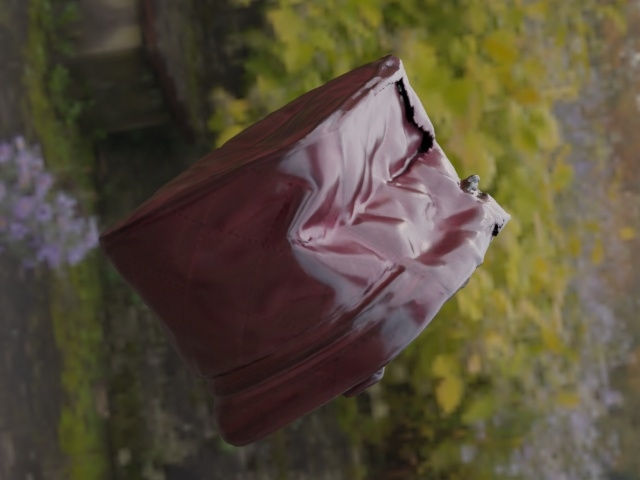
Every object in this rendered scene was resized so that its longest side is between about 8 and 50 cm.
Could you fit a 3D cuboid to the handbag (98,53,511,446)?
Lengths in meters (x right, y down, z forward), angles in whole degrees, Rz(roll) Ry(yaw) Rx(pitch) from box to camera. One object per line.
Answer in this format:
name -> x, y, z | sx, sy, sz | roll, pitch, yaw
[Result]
handbag -> 0.000, 0.000, 0.846 | 0.135, 0.146, 0.225 | 57, 24, -6
